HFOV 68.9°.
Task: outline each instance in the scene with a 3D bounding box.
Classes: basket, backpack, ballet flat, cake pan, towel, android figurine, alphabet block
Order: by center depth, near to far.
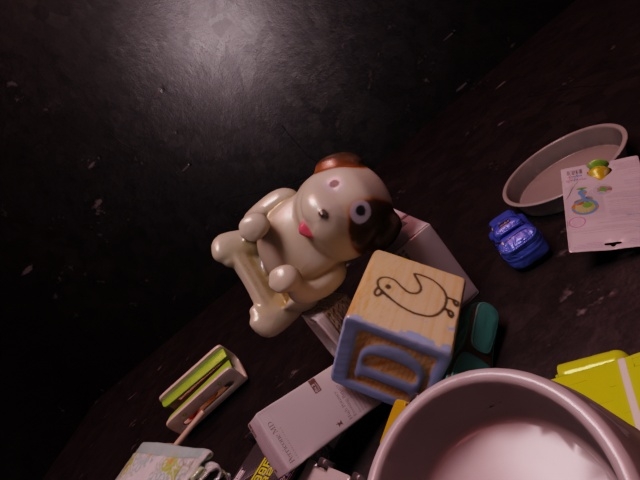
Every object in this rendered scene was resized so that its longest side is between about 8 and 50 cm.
[{"bbox_3d":[0.353,0.229,0.560,0.272,0.056,0.248,-33,17,33],"label":"android figurine"},{"bbox_3d":[0.260,0.217,0.826,0.247,0.083,0.087,-56,-4,-44],"label":"ballet flat"},{"bbox_3d":[-0.350,0.532,0.849,0.374,0.090,0.321,-25,21,47],"label":"towel"},{"bbox_3d":[0.146,0.169,0.878,0.197,0.192,0.194,-60,-14,-49],"label":"alphabet block"},{"bbox_3d":[0.413,-0.001,0.987,0.098,0.101,0.120,-43,17,21],"label":"backpack"},{"bbox_3d":[0.580,-0.162,1.106,0.293,0.054,0.293,-39,15,12],"label":"cake pan"},{"bbox_3d":[0.052,0.218,1.158,0.103,0.167,0.113,-42,13,-19],"label":"basket"}]

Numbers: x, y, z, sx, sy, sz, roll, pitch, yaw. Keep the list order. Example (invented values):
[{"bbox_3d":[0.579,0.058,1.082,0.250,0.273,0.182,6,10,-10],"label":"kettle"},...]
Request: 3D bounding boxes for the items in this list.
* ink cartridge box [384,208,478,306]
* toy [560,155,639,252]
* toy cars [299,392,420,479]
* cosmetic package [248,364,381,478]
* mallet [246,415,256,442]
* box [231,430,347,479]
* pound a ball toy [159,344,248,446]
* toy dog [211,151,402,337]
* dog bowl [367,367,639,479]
[{"bbox_3d":[0.220,0.048,1.123,0.121,0.211,0.289,-40,16,0],"label":"ink cartridge box"},{"bbox_3d":[0.538,-0.059,0.878,0.136,0.056,0.238,-8,46,30],"label":"toy"},{"bbox_3d":[0.113,0.368,0.732,0.393,0.087,0.177,-42,25,19],"label":"toy cars"},{"bbox_3d":[-0.008,0.331,0.893,0.231,0.117,0.086,-25,-22,-35],"label":"cosmetic package"},{"bbox_3d":[-0.108,0.452,1.160,0.189,0.039,0.062,-29,18,29],"label":"mallet"},{"bbox_3d":[-0.083,0.474,0.970,0.216,0.060,0.270,-21,25,53],"label":"box"},{"bbox_3d":[-0.377,0.529,1.501,0.319,0.136,0.208,-43,40,-3],"label":"pound a ball toy"},{"bbox_3d":[0.000,0.000,1.047,0.395,0.285,0.408,-12,-20,-35],"label":"toy dog"},{"bbox_3d":[0.191,0.298,0.494,0.348,0.102,0.349,-34,34,27],"label":"dog bowl"}]
